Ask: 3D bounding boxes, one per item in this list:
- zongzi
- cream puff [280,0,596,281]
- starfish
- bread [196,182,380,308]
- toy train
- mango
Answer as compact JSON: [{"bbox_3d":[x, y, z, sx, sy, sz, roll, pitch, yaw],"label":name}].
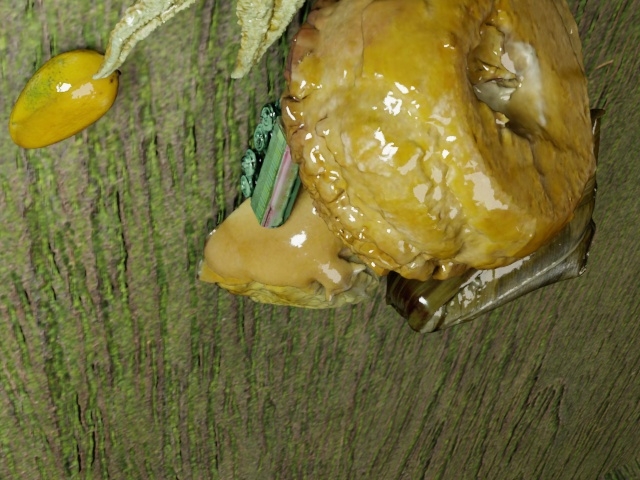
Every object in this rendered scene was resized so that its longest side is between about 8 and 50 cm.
[{"bbox_3d":[0.219,-0.025,1.824,0.286,0.134,0.288,-25,152,-22],"label":"zongzi"},{"bbox_3d":[0.105,-0.125,1.428,0.231,0.343,0.327,-14,136,41],"label":"cream puff"},{"bbox_3d":[-0.047,-0.231,1.166,0.358,0.078,0.347,-24,169,12],"label":"starfish"},{"bbox_3d":[-0.001,0.009,1.648,0.251,0.133,0.174,-39,153,7],"label":"bread"},{"bbox_3d":[-0.046,-0.079,1.527,0.038,0.071,0.148,-17,148,-30],"label":"toy train"},{"bbox_3d":[-0.222,-0.120,1.293,0.114,0.057,0.079,-38,159,14],"label":"mango"}]
